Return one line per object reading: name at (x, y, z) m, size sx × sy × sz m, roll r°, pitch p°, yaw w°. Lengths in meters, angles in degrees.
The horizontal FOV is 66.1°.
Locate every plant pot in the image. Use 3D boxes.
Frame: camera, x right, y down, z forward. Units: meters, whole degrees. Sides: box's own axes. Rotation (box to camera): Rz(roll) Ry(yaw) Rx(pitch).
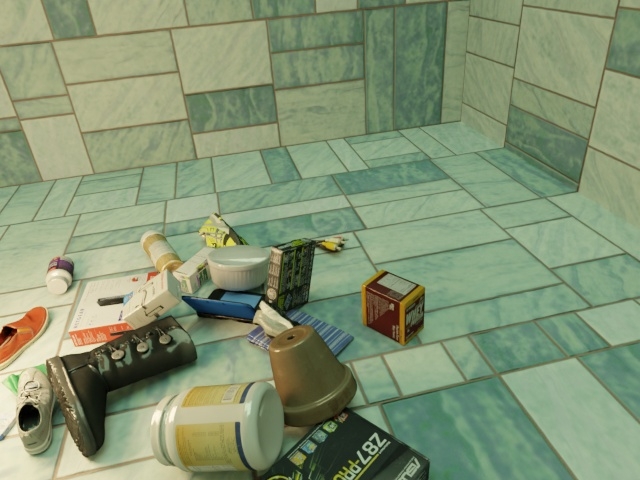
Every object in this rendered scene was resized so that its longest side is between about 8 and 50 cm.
plant pot at (-0.048, 0.391, 1.493) m, size 0.263 × 0.229 × 0.263 m, roll -20°, pitch 13°, yaw 5°

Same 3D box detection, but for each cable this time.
cable at (0.000, 0.000, 2.376) m, size 0.287 × 0.072 × 0.139 m, roll 10°, pitch 28°, yaw 24°

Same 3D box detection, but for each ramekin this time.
ramekin at (-0.351, 0.119, 2.124) m, size 0.273 × 0.127 × 0.273 m, roll 1°, pitch 17°, yaw 0°

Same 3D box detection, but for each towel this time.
towel at (-0.079, 0.363, 1.823) m, size 0.336 × 0.040 × 0.243 m, roll 19°, pitch 36°, yaw 32°

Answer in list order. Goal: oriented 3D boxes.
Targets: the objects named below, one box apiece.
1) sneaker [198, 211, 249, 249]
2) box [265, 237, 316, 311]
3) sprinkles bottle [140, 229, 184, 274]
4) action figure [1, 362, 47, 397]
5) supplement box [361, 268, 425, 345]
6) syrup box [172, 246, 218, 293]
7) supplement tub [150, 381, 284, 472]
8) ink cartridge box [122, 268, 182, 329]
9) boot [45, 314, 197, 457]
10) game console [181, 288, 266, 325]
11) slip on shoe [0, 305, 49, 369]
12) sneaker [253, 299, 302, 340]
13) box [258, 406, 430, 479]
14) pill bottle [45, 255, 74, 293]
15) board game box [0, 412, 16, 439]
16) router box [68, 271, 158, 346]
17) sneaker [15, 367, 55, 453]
sneaker at (-0.462, 0.010, 2.397) m, size 0.147 × 0.145 × 0.385 m, roll -46°, pitch 44°, yaw -6°
box at (-0.117, 0.139, 1.918) m, size 0.060 × 0.270 × 0.216 m, roll 19°, pitch 21°, yaw 32°
sprinkles bottle at (-0.740, 0.070, 2.306) m, size 0.121 × 0.121 × 0.355 m, roll -21°, pitch 34°, yaw -25°
action figure at (-0.951, 0.517, 1.644) m, size 0.137 × 0.063 × 0.232 m, roll -27°, pitch 44°, yaw -35°
supplement box at (0.268, 0.244, 1.815) m, size 0.194 × 0.191 × 0.129 m, roll 22°, pitch 40°, yaw 38°
syrup box at (-0.545, 0.130, 2.209) m, size 0.096 × 0.093 × 0.237 m, roll 11°, pitch 34°, yaw 23°
supplement tub at (-0.282, 0.518, 1.366) m, size 0.316 × 0.228 × 0.228 m, roll -9°, pitch 29°, yaw 17°
ink cartridge box at (-0.630, 0.220, 1.843) m, size 0.203 × 0.086 × 0.148 m, roll -34°, pitch 33°, yaw 1°
boot at (-0.618, 0.459, 1.639) m, size 0.445 × 0.146 × 0.367 m, roll -13°, pitch 50°, yaw -40°
game console at (-0.354, 0.227, 1.945) m, size 0.293 × 0.173 × 0.250 m, roll 6°, pitch 32°, yaw 15°
slip on shoe at (-1.175, 0.356, 1.907) m, size 0.123 × 0.101 × 0.331 m, roll 0°, pitch 30°, yaw 10°
sneaker at (-0.132, 0.328, 1.770) m, size 0.271 × 0.108 × 0.100 m, roll 33°, pitch 1°, yaw 27°
box at (0.045, 0.640, 1.272) m, size 0.318 × 0.097 × 0.395 m, roll 23°, pitch 38°, yaw 37°
pill bottle at (-1.182, 0.159, 2.229) m, size 0.108 × 0.108 × 0.193 m, roll -14°, pitch 32°, yaw -15°
board game box at (-1.032, 0.593, 1.569) m, size 0.090 × 0.020 × 0.090 m, roll 0°, pitch 32°, yaw 8°
router box at (-0.825, 0.273, 2.017) m, size 0.301 × 0.082 × 0.335 m, roll -9°, pitch 31°, yaw -7°
sneaker at (-0.889, 0.508, 1.531) m, size 0.105 × 0.115 × 0.281 m, roll -15°, pitch 50°, yaw -24°
